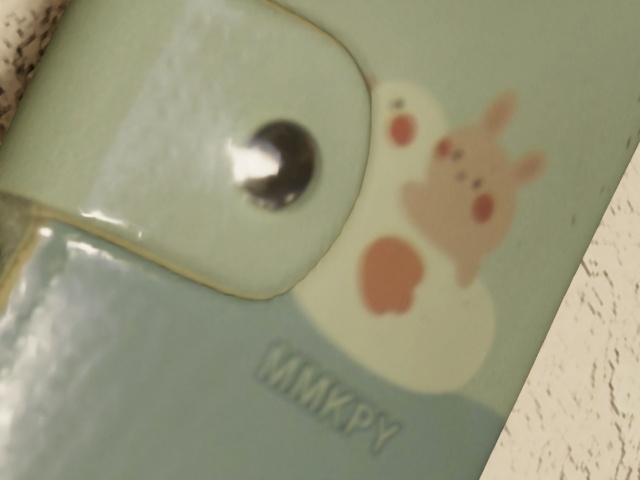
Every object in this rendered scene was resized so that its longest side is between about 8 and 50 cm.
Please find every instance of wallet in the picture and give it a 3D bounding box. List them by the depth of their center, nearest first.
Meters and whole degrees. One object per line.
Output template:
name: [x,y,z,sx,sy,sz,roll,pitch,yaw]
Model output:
wallet: [0.000,0.000,0.509,0.252,0.083,0.360,35,77,-37]
